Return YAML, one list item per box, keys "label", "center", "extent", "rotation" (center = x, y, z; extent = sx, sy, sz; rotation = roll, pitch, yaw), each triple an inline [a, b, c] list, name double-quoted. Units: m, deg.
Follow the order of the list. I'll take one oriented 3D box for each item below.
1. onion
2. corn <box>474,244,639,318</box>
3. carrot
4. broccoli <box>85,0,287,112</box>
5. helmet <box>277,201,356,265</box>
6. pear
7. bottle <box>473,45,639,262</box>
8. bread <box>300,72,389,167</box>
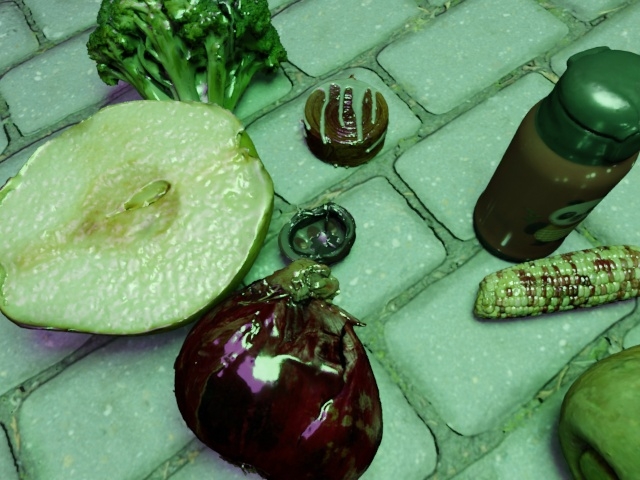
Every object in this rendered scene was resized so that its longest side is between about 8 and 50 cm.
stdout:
- label: "onion"
  center: [-0.045, 0.183, 0.569]
  extent: [0.280, 0.221, 0.281]
  rotation: [-2, 81, 14]
- label: "corn"
  center: [0.346, 0.062, 0.664]
  extent: [0.253, 0.086, 0.086]
  rotation: [-11, 66, 3]
- label: "carrot"
  center: [0.459, 0.208, 0.515]
  extent: [0.340, 0.224, 0.224]
  rotation: [-19, 66, -6]
- label: "broccoli"
  center: [-0.214, -0.309, 0.790]
  extent: [0.321, 0.303, 0.284]
  rotation: [-8, 89, 26]
- label: "helmet"
  center: [0.000, 0.000, 0.725]
  extent: [0.123, 0.070, 0.098]
  rotation: [-24, 60, 1]
- label: "pear"
  center: [-0.253, -0.013, 0.684]
  extent: [0.386, 0.191, 0.340]
  rotation: [-25, 72, -8]
- label: "bottle"
  center: [0.305, -0.095, 0.599]
  extent: [0.143, 0.336, 0.144]
  rotation: [-2, 65, 5]
- label: "bread"
  center: [0.043, -0.214, 0.816]
  extent: [0.160, 0.073, 0.161]
  rotation: [-2, 66, 4]
